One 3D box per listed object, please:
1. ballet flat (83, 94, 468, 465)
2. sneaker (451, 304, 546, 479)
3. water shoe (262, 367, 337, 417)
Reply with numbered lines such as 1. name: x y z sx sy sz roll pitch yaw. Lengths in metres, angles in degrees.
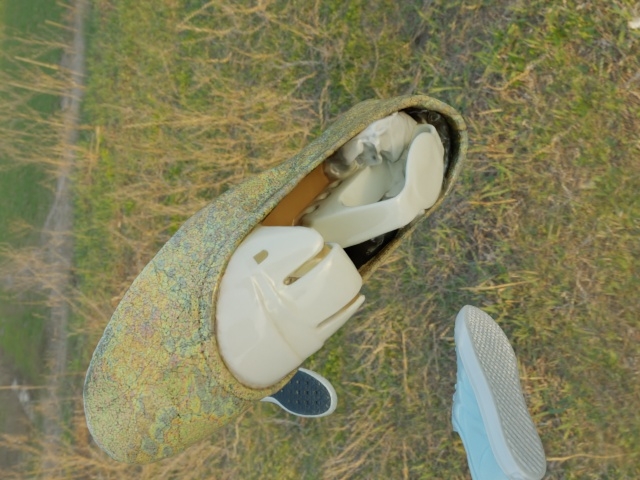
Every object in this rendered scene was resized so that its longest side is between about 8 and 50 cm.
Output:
1. ballet flat: 0.000 0.000 0.379 0.123 0.348 0.123 25 140 23
2. sneaker: 0.293 0.293 1.077 0.150 0.135 0.366 -47 28 35
3. water shoe: -0.050 0.241 0.940 0.203 0.080 0.073 4 82 32
